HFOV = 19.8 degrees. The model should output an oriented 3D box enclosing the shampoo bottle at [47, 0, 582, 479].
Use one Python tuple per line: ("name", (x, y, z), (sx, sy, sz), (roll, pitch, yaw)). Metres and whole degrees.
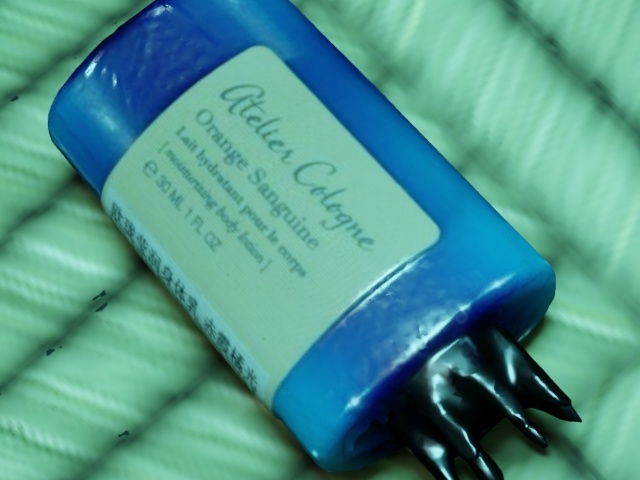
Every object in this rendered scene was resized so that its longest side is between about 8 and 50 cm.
("shampoo bottle", (0.000, 0.000, 0.535), (0.087, 0.050, 0.183), (-38, 62, -7))
